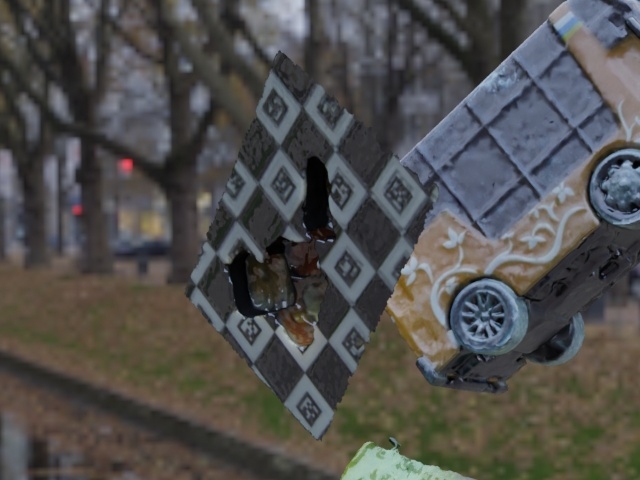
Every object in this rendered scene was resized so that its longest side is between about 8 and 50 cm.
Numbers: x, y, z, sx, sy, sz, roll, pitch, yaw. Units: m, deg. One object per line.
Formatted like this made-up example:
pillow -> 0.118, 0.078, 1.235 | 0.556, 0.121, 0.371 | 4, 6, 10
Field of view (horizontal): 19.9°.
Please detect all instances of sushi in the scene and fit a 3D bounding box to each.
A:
sushi -> 0.000, 0.000, 1.053 | 0.031, 0.201, 0.139 | -18, 53, -42

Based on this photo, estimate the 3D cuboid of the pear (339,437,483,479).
pear -> 0.121, 0.303, 1.334 | 0.288, 0.239, 0.139 | 14, -25, 35

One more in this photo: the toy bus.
toy bus -> 0.188, -0.041, 1.474 | 0.323, 0.194, 0.162 | -44, -26, 17
